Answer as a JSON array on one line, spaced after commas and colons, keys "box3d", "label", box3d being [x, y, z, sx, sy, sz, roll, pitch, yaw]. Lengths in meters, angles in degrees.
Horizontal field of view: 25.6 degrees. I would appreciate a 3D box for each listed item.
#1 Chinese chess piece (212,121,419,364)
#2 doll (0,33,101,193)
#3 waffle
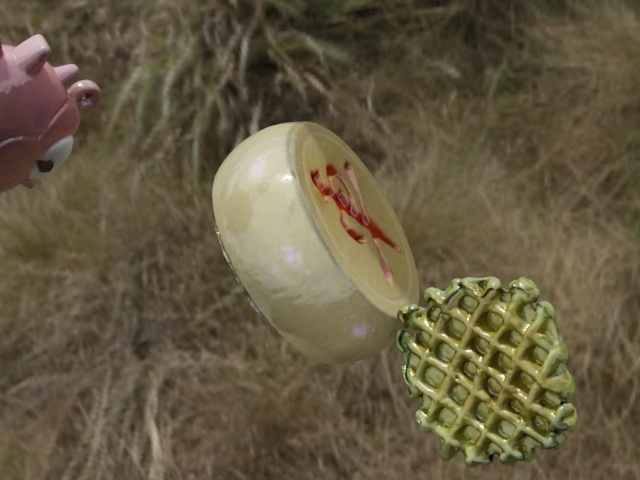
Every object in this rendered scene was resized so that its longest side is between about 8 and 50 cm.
[{"box3d": [0.000, 0.000, 1.397, 0.097, 0.251, 0.251, -30, 49, 22], "label": "Chinese chess piece"}, {"box3d": [-0.319, -0.099, 1.247, 0.262, 0.211, 0.093, -13, 50, -29], "label": "doll"}, {"box3d": [0.153, 0.123, 1.312, 0.169, 0.184, 0.036, -13, 3, 31], "label": "waffle"}]
